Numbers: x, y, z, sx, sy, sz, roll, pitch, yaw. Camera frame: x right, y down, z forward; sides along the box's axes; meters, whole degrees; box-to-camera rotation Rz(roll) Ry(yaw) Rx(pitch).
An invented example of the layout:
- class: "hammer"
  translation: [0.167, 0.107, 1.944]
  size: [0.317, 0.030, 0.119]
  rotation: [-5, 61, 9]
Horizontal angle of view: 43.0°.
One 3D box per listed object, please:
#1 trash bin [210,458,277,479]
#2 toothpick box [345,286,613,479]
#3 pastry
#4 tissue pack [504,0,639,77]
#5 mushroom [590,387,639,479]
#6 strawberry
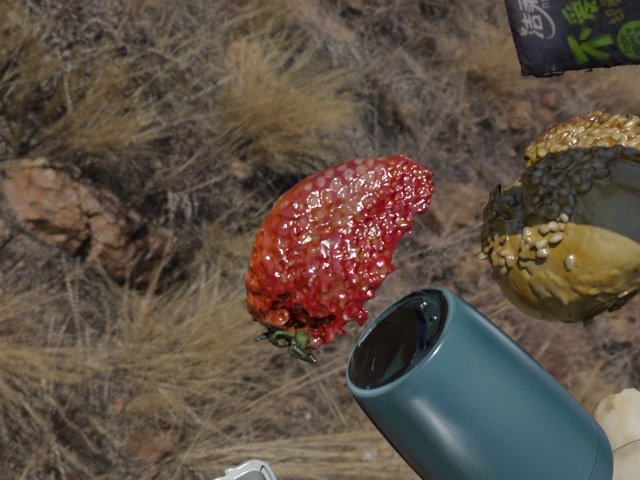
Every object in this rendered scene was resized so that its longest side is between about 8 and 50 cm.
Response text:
- class: "trash bin"
  translation: [-0.165, 0.553, 1.405]
  size: [0.256, 0.296, 0.368]
  rotation: [65, -13, 6]
- class: "toothpick box"
  translation: [0.107, 0.122, 0.568]
  size: [0.184, 0.120, 0.120]
  rotation: [44, 31, -20]
- class: "pastry"
  translation: [0.337, -0.041, 1.086]
  size: [0.184, 0.316, 0.284]
  rotation: [30, 44, -15]
- class: "tissue pack"
  translation: [0.290, -0.253, 0.772]
  size: [0.073, 0.235, 0.173]
  rotation: [-39, 120, -39]
- class: "mushroom"
  translation: [0.472, 0.351, 1.157]
  size: [0.297, 0.297, 0.290]
  rotation: [29, 30, -37]
- class: "strawberry"
  translation: [-0.004, -0.001, 0.839]
  size: [0.106, 0.175, 0.236]
  rotation: [35, 73, -31]
